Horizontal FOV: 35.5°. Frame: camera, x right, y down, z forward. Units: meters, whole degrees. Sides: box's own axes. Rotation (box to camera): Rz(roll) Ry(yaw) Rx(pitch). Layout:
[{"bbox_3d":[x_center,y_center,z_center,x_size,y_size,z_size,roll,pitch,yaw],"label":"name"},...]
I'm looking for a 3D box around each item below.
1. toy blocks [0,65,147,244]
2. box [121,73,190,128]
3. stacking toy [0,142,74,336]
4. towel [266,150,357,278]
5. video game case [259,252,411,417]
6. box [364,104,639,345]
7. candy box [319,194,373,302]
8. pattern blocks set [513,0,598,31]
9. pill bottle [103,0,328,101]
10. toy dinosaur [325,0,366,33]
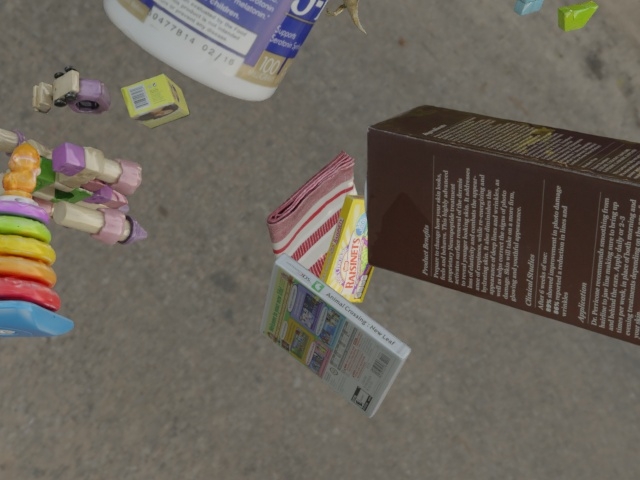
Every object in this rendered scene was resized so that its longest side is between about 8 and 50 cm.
[{"bbox_3d":[-0.448,-0.107,1.887,0.260,0.289,0.308,18,61,-48],"label":"toy blocks"},{"bbox_3d":[-0.303,-0.256,1.860,0.232,0.087,0.058,-79,150,-87],"label":"box"},{"bbox_3d":[-0.470,-0.007,1.529,0.175,0.166,0.301,52,39,-71],"label":"stacking toy"},{"bbox_3d":[0.000,0.000,2.071,0.037,0.329,0.237,31,61,31],"label":"towel"},{"bbox_3d":[0.011,0.125,1.262,0.193,0.212,0.023,37,63,11],"label":"video game case"},{"bbox_3d":[0.242,-0.030,1.185,0.143,0.381,0.191,-30,127,-47],"label":"box"},{"bbox_3d":[0.061,0.018,1.791,0.105,0.205,0.027,2,24,-37],"label":"candy box"},{"bbox_3d":[0.442,-0.461,1.574,0.325,0.285,0.026,-14,48,-39],"label":"pattern blocks set"},{"bbox_3d":[-0.030,-0.182,0.552,0.112,0.186,0.112,29,18,-10],"label":"pill bottle"},{"bbox_3d":[0.049,-0.432,1.777,0.183,0.093,0.053,-79,151,-42],"label":"toy dinosaur"}]
